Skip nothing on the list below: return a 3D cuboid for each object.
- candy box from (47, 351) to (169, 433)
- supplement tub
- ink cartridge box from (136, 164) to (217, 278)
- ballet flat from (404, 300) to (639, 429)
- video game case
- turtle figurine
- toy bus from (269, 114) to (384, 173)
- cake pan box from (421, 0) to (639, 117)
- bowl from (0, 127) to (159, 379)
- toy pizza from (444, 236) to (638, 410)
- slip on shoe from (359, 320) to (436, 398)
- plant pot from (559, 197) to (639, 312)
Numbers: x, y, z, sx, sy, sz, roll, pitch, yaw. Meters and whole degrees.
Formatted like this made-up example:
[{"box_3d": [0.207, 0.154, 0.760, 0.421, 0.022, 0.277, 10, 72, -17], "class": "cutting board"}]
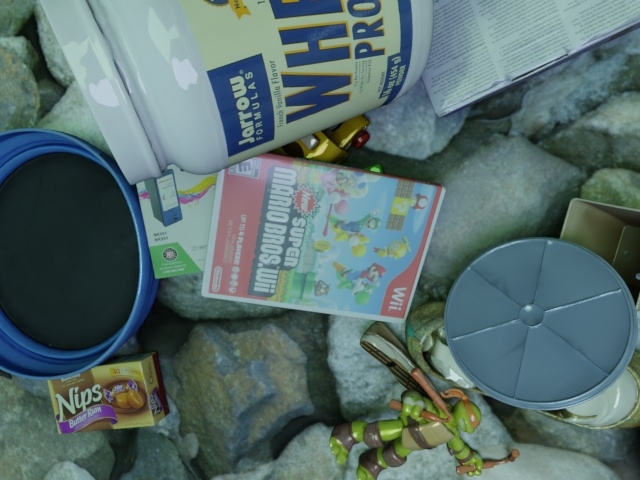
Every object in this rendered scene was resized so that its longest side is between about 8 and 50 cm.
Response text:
[{"box_3d": [-0.353, 0.252, 0.814, 0.186, 0.053, 0.109, -9, 94, 13], "class": "candy box"}, {"box_3d": [-0.079, -0.208, 0.500, 0.324, 0.235, 0.235, -25, 90, -15], "class": "supplement tub"}, {"box_3d": [-0.173, -0.063, 0.713, 0.154, 0.093, 0.212, -8, 93, 15], "class": "ink cartridge box"}, {"box_3d": [0.274, 0.168, 0.618, 0.348, 0.123, 0.123, 17, 100, 11], "class": "ballet flat"}, {"box_3d": [0.000, 0.000, 0.642, 0.285, 0.025, 0.204, 9, 111, -10], "class": "video game case"}, {"box_3d": [0.123, 0.251, 0.662, 0.217, 0.087, 0.269, -29, 127, 23], "class": "turtle figurine"}, {"box_3d": [-0.013, -0.132, 0.658, 0.190, 0.104, 0.202, -1, 97, 14], "class": "toy bus"}, {"box_3d": [0.211, -0.309, 0.583, 0.266, 0.070, 0.246, -23, 89, 25], "class": "cake pan box"}, {"box_3d": [-0.434, 0.021, 0.786, 0.391, 0.077, 0.391, 1, 94, 14], "class": "bowl"}, {"box_3d": [0.243, 0.090, 0.562, 0.201, 0.032, 0.201, -14, 58, 24], "class": "toy pizza"}, {"box_3d": [0.116, 0.169, 0.695, 0.135, 0.041, 0.051, 40, 149, -3], "class": "slip on shoe"}, {"box_3d": [0.357, 0.018, 0.579, 0.096, 0.109, 0.109, 7, 101, -31], "class": "plant pot"}]
